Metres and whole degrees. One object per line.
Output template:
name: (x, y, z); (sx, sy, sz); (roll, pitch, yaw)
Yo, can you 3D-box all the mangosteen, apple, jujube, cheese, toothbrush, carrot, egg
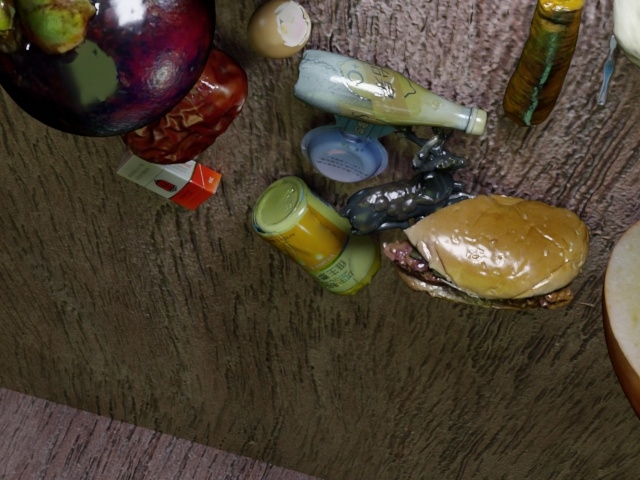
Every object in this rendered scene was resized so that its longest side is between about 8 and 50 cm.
mangosteen: (-0.297, -0.269, 1.644); (0.306, 0.359, 0.306); (12, 114, 28)
apple: (0.574, 0.127, 1.888); (0.295, 0.365, 0.328); (32, 140, -30)
jujube: (-0.199, -0.200, 1.956); (0.155, 0.155, 0.230); (29, 144, -23)
cheese: (0.045, -0.147, 2.010); (0.135, 0.052, 0.245); (18, 152, -7)
toothbrush: (0.366, -0.215, 1.712); (0.014, 0.017, 0.162); (18, 155, 13)
carrot: (0.279, -0.230, 1.685); (0.070, 0.070, 0.260); (15, 153, 5)
egg: (-0.059, -0.279, 1.780); (0.080, 0.080, 0.096); (35, 157, -32)

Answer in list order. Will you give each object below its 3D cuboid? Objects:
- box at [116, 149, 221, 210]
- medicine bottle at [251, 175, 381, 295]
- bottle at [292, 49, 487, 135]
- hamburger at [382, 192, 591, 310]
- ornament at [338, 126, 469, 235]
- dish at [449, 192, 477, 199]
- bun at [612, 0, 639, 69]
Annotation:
box: (-0.258, -0.113, 2.280); (0.152, 0.048, 0.100); (25, 156, -20)
medicine bottle: (0.000, 0.000, 2.257); (0.124, 0.124, 0.239); (-9, 143, 43)
bottle: (0.097, -0.193, 1.848); (0.269, 0.083, 0.083); (16, 155, 0)
hamburger: (0.270, 0.027, 2.060); (0.245, 0.282, 0.155); (44, 145, 24)
ornament: (0.119, -0.098, 1.974); (0.202, 0.080, 0.236); (-12, 157, -1)
dish: (0.222, -0.027, 2.153); (0.091, 0.039, 0.137); (3, 149, 28)
bun: (0.419, -0.266, 1.448); (0.229, 0.145, 0.229); (-17, 160, -6)
